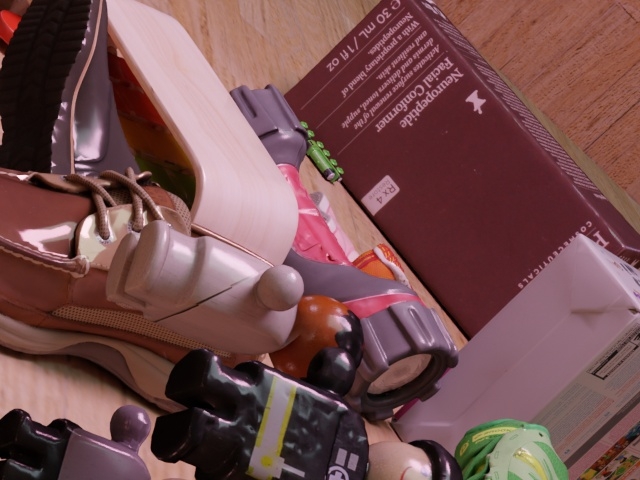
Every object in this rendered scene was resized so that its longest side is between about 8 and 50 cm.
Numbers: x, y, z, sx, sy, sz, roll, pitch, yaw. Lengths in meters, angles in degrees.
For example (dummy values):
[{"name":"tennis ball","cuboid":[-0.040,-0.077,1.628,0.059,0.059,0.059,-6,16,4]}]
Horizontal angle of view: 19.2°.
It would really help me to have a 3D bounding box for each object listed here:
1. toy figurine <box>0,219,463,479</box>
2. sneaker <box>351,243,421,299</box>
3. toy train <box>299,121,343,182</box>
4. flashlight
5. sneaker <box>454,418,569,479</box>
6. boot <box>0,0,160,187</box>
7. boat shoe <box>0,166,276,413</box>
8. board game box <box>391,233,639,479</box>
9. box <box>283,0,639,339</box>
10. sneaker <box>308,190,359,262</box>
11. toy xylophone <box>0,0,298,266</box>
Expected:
[{"name":"toy figurine","cuboid":[-0.051,0.117,0.891,0.148,0.213,0.209,26,18,-26]},{"name":"sneaker","cuboid":[0.061,0.070,1.656,0.175,0.067,0.064,56,2,-41]},{"name":"toy train","cuboid":[-0.006,-0.093,1.975,0.083,0.017,0.024,53,25,22]},{"name":"flashlight","cuboid":[0.000,0.000,1.548,0.103,0.103,0.304,-9,55,-32]},{"name":"sneaker","cuboid":[0.122,0.193,1.365,0.295,0.109,0.123,29,41,-72]},{"name":"boot","cuboid":[-0.148,-0.070,1.279,0.137,0.077,0.198,32,59,-45]},{"name":"boat shoe","cuboid":[-0.135,0.004,1.140,0.324,0.116,0.123,29,23,-51]},{"name":"board game box","cuboid":[0.229,0.139,1.614,0.303,0.224,0.097,27,22,-54]},{"name":"box","cuboid":[0.150,-0.067,2.010,0.381,0.191,0.143,50,15,16]},{"name":"sneaker","cuboid":[0.000,0.004,1.679,0.070,0.051,0.134,61,0,-17]},{"name":"toy xylophone","cuboid":[-0.146,-0.101,1.456,0.236,0.081,0.322,24,27,-44]}]
